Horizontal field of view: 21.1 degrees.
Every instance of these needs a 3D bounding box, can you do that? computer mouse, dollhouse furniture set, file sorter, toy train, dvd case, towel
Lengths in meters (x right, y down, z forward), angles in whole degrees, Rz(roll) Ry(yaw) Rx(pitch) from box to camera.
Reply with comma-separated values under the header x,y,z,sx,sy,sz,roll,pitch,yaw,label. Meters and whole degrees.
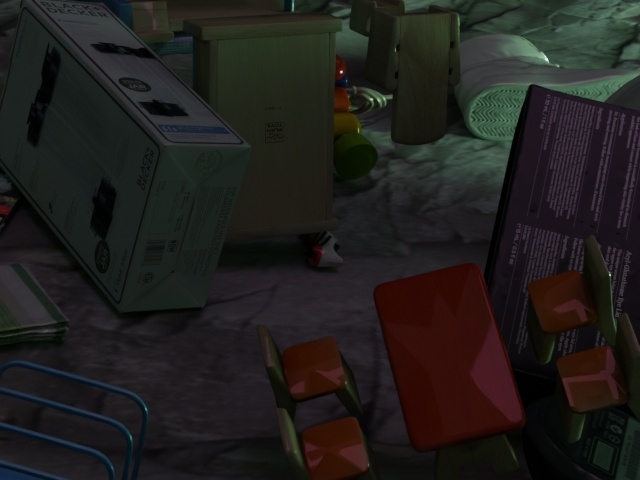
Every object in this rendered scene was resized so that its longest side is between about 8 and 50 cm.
x,y,z,sx,sy,sz,roll,pitch,yaw,label
0.262,0.213,1.279,0.272,0.072,0.188,29,29,8,computer mouse
-0.062,-0.143,1.682,0.286,0.198,0.303,-6,19,-24,dollhouse furniture set
-0.189,0.167,1.107,0.118,0.104,0.170,16,25,4,file sorter
0.100,0.122,1.191,0.262,0.135,0.259,-15,50,1,dollhouse furniture set
0.019,-0.120,1.802,0.248,0.105,0.143,-3,41,-31,toy train
-0.318,-0.043,1.576,0.087,0.013,0.119,13,27,0,dvd case
-0.292,0.057,1.384,0.152,0.023,0.113,-6,29,-30,towel

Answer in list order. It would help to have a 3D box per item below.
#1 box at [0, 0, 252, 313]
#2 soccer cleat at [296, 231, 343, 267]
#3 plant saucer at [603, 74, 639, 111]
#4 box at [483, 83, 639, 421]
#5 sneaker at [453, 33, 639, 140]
x,y,z,sx,sy,sz,roll,pitch,yaw,label
-0.186,-0.082,1.523,0.087,0.169,0.290,-3,31,-36,box
0.000,0.000,1.625,0.036,0.029,0.083,14,27,-19,soccer cleat
0.432,-0.037,1.599,0.401,0.100,0.400,2,59,-3,plant saucer
0.234,0.020,1.449,0.184,0.103,0.261,13,66,4,box
0.293,-0.188,2.051,0.293,0.108,0.169,4,30,-15,sneaker
